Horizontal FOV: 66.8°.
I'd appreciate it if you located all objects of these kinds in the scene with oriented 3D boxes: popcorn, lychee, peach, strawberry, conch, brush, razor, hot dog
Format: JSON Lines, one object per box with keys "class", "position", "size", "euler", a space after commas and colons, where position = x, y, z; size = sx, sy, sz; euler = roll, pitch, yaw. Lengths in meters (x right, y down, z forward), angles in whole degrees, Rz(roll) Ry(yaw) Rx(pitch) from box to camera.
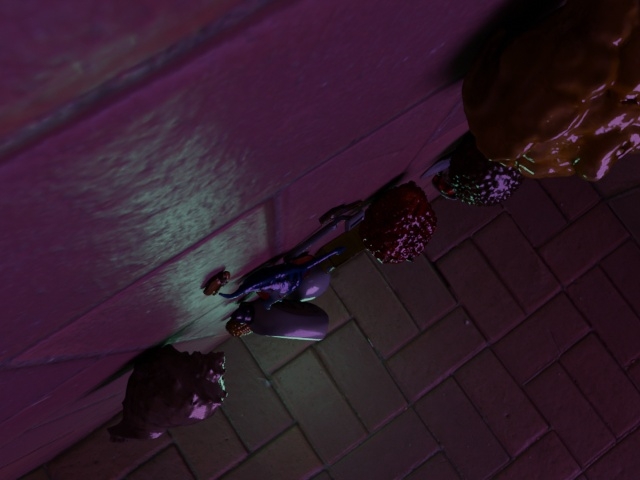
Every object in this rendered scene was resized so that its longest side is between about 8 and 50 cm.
{"class": "popcorn", "position": [0.262, -0.166, 0.513], "size": [0.250, 0.190, 0.250], "euler": [-46, 180, 0]}
{"class": "lychee", "position": [0.413, -0.179, 1.203], "size": [0.200, 0.200, 0.238], "euler": [-35, 156, 1]}
{"class": "peach", "position": [-0.089, 0.107, 1.324], "size": [0.189, 0.068, 0.279], "euler": [-36, 174, -4]}
{"class": "strawberry", "position": [0.189, -0.048, 1.131], "size": [0.187, 0.184, 0.201], "euler": [1, 140, -11]}
{"class": "conch", "position": [-0.051, 0.134, 1.628], "size": [0.185, 0.120, 0.221], "euler": [-5, -168, 23]}
{"class": "brush", "position": [0.049, -0.062, 0.975], "size": [0.043, 0.014, 0.170], "euler": [-34, 177, 31]}
{"class": "razor", "position": [-0.004, -0.006, 1.038], "size": [0.211, 0.035, 0.084], "euler": [-29, -176, 32]}
{"class": "hot dog", "position": [-0.170, 0.074, 0.804], "size": [0.037, 0.021, 0.083], "euler": [-32, 175, -33]}
{"class": "conch", "position": [-0.372, 0.346, 1.167], "size": [0.325, 0.186, 0.263], "euler": [-21, -170, -4]}

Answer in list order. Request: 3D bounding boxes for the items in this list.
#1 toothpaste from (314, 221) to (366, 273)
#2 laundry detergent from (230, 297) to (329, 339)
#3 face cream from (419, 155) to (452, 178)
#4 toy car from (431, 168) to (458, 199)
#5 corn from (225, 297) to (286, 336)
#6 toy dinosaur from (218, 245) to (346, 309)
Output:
{"class": "toothpaste", "position": [0.137, -0.015, 1.548], "size": [0.328, 0.077, 0.110], "euler": [-32, 176, -19]}
{"class": "laundry detergent", "position": [-0.137, 0.223, 1.427], "size": [0.281, 0.105, 0.215], "euler": [11, -177, -33]}
{"class": "face cream", "position": [0.389, -0.229, 1.363], "size": [0.224, 0.070, 0.114], "euler": [-19, 169, -21]}
{"class": "toy car", "position": [0.429, -0.211, 1.522], "size": [0.139, 0.112, 0.112], "euler": [-43, 161, -18]}
{"class": "corn", "position": [-0.196, 0.250, 1.732], "size": [0.313, 0.101, 0.102], "euler": [-32, 174, -27]}
{"class": "toy dinosaur", "position": [-0.093, 0.091, 1.047], "size": [0.329, 0.076, 0.144], "euler": [-17, 161, -36]}
